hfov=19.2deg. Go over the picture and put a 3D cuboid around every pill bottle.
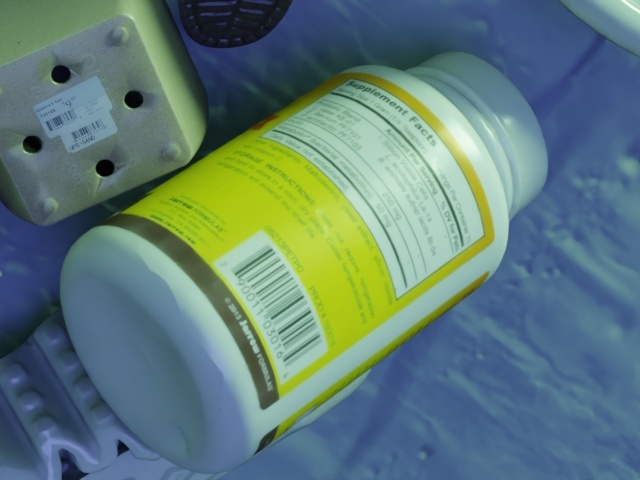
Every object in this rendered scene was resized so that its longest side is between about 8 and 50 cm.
[{"bbox_3d":[0.000,0.000,0.827,0.215,0.117,0.117,-34,122,-31],"label":"pill bottle"}]

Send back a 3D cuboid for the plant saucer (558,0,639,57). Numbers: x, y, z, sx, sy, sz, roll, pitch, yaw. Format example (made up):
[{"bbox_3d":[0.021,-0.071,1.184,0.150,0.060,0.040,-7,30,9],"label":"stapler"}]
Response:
[{"bbox_3d":[0.229,-0.263,0.803,0.400,0.100,0.400,-6,119,-11],"label":"plant saucer"}]

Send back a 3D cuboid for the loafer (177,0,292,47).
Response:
[{"bbox_3d":[-0.035,-0.152,0.822,0.056,0.050,0.148,2,129,-12],"label":"loafer"}]

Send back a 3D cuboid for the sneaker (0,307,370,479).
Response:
[{"bbox_3d":[-0.108,0.097,0.898,0.292,0.110,0.118,-22,143,-11],"label":"sneaker"}]

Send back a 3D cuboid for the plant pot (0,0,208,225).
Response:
[{"bbox_3d":[-0.108,-0.067,0.813,0.109,0.096,0.109,-24,118,-3],"label":"plant pot"}]

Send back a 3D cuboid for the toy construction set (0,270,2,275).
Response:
[{"bbox_3d":[-0.285,0.012,0.737,0.327,0.215,0.151,-35,167,-33],"label":"toy construction set"}]
